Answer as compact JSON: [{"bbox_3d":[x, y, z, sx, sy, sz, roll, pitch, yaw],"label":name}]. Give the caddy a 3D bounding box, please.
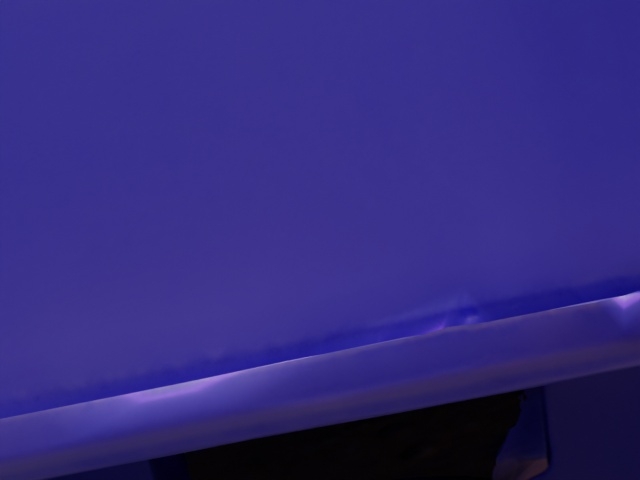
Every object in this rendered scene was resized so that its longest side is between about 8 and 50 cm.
[{"bbox_3d":[0.000,0.000,0.472,0.341,0.179,0.241,-12,-5,15],"label":"caddy"}]
